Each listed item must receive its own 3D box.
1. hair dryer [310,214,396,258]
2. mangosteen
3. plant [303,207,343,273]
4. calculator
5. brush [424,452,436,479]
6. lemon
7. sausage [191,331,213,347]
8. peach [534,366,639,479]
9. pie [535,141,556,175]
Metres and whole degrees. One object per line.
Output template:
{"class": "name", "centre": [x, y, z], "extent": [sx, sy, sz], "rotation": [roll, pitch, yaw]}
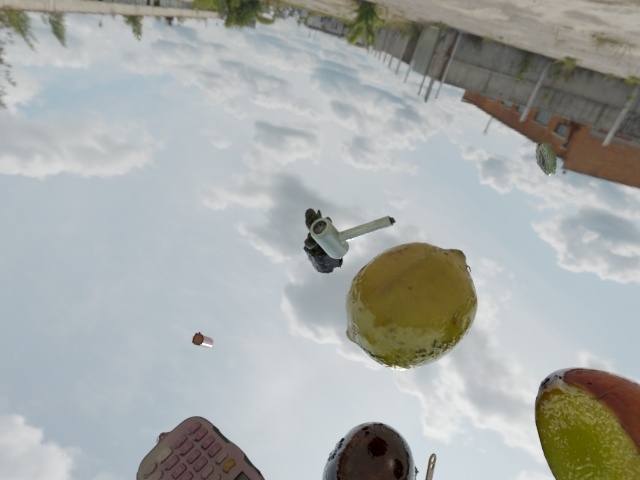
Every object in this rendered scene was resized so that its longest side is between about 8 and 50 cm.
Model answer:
{"class": "hair dryer", "centre": [0.100, -0.027, 1.196], "extent": [0.236, 0.131, 0.073], "rotation": [-15, -127, 22]}
{"class": "mangosteen", "centre": [0.138, 0.556, 0.949], "extent": [0.261, 0.236, 0.235], "rotation": [33, -150, 9]}
{"class": "plant", "centre": [-0.001, 0.000, 1.628], "extent": [0.146, 0.275, 0.149], "rotation": [29, -120, 37]}
{"class": "calculator", "centre": [-0.243, 0.501, 0.856], "extent": [0.294, 0.043, 0.194], "rotation": [32, -125, 28]}
{"class": "brush", "centre": [0.313, 0.778, 1.254], "extent": [0.013, 0.273, 0.103], "rotation": [8, 173, 45]}
{"class": "lemon", "centre": [0.193, 0.133, 0.889], "extent": [0.258, 0.310, 0.258], "rotation": [52, 178, 3]}
{"class": "sausage", "centre": [-0.431, 0.374, 1.552], "extent": [0.048, 0.145, 0.050], "rotation": [-28, -109, -4]}
{"class": "peach", "centre": [0.551, 0.374, 0.798], "extent": [0.245, 0.248, 0.275], "rotation": [6, -128, -47]}
{"class": "pie", "centre": [0.494, -0.178, 0.913], "extent": [0.019, 0.085, 0.084], "rotation": [-14, -155, 11]}
